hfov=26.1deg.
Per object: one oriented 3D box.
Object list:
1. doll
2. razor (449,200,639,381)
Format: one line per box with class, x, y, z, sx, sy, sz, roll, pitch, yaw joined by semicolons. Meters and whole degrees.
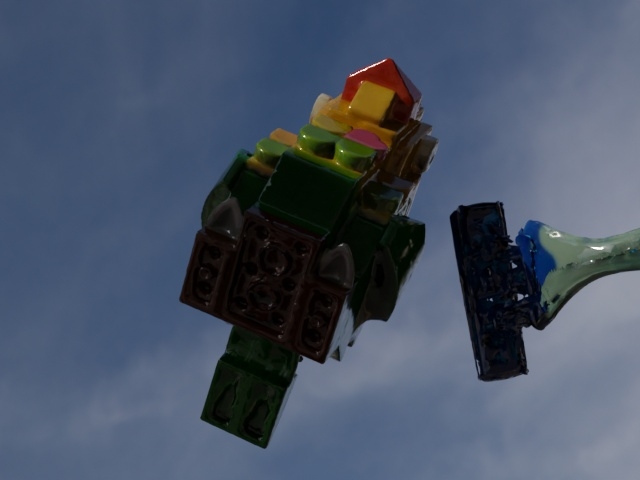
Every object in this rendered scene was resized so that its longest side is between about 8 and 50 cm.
doll;0.001;-0.006;0.702;0.134;0.106;0.186;95;-160;-52
razor;0.217;-0.004;0.651;0.324;0.093;0.056;-12;-11;21
